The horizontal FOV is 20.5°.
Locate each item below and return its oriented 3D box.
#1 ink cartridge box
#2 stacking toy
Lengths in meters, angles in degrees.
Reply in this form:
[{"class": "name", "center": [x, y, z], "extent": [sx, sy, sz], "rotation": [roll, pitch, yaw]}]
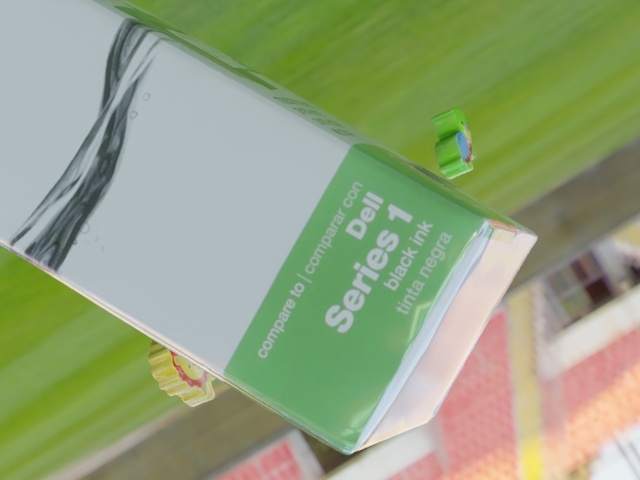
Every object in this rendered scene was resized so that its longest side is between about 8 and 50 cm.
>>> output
[{"class": "ink cartridge box", "center": [-0.044, -0.020, 0.645], "extent": [0.092, 0.219, 0.160], "rotation": [-60, 169, 5]}, {"class": "stacking toy", "center": [0.000, 0.000, 1.073], "extent": [0.167, 0.052, 0.221], "rotation": [-23, -157, 27]}]
